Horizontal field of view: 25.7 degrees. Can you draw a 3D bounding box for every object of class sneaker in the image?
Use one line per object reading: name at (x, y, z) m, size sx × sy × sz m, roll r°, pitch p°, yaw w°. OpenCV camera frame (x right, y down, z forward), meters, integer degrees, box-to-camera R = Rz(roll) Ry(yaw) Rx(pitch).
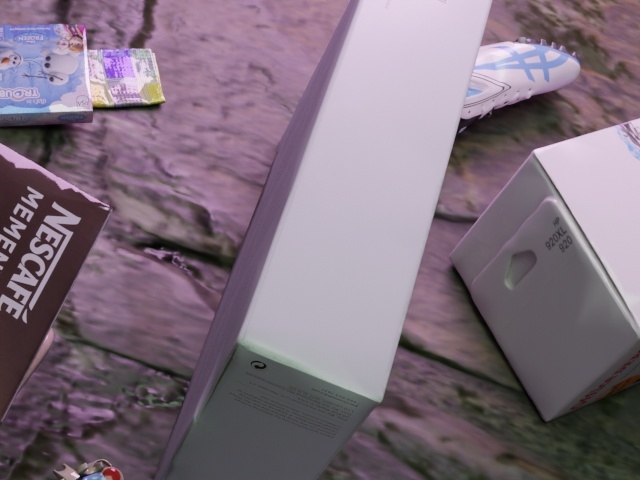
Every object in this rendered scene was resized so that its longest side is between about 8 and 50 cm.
sneaker at (0.133, -0.134, 1.254) m, size 0.237 × 0.085 × 0.086 m, roll -9°, pitch 90°, yaw -29°

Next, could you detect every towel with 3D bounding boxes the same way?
towel at (-0.174, -0.137, 1.172) m, size 0.083 × 0.009 × 0.060 m, roll -2°, pitch 60°, yaw -22°

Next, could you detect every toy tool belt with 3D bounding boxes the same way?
toy tool belt at (-0.163, 0.176, 0.954) m, size 0.052 × 0.051 × 0.083 m, roll 46°, pitch 55°, yaw 10°

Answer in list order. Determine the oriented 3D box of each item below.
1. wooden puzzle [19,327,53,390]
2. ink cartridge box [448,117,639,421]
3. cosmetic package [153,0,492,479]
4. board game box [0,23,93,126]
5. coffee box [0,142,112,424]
wooden puzzle at (-0.400, 0.098, 0.903) m, size 0.348 × 0.080 × 0.322 m, roll 29°, pitch 53°, yaw 4°
ink cartridge box at (0.262, 0.012, 1.147) m, size 0.233 × 0.171 × 0.168 m, roll -17°, pitch 67°, yaw -28°
cosmetic package at (0.000, 0.000, 0.984) m, size 0.097 × 0.284 × 0.377 m, roll 24°, pitch 55°, yaw -8°
board game box at (-0.232, -0.135, 1.134) m, size 0.090 × 0.020 × 0.090 m, roll -4°, pitch 61°, yaw -12°
coffee box at (-0.266, 0.072, 0.819) m, size 0.168 × 0.119 × 0.297 m, roll 31°, pitch 53°, yaw -12°
